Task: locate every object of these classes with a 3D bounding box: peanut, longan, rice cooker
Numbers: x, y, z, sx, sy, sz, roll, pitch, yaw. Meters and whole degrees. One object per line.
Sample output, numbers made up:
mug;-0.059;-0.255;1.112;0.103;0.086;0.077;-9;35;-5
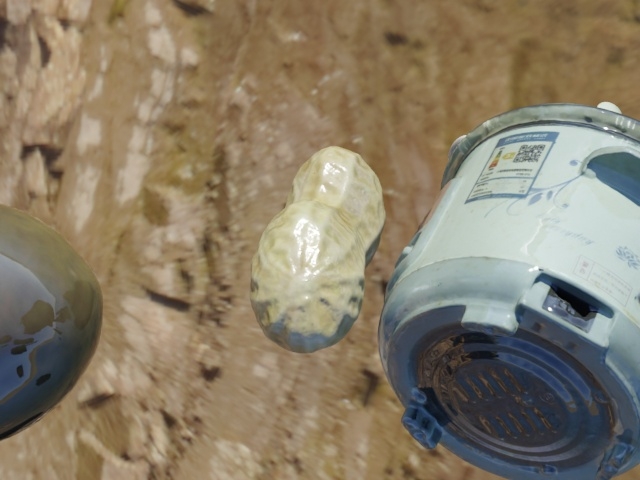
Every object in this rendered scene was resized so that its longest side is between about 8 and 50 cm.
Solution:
peanut;0.000;0.000;1.585;0.120;0.298;0.136;2;124;13
longan;-0.357;0.078;1.403;0.300;0.300;0.243;8;96;-10
rice cooker;0.199;0.038;1.227;0.264;0.316;0.316;27;83;6

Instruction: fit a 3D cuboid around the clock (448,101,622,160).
clock;0.236;-0.078;1.599;0.191;0.151;0.062;-2;48;8
